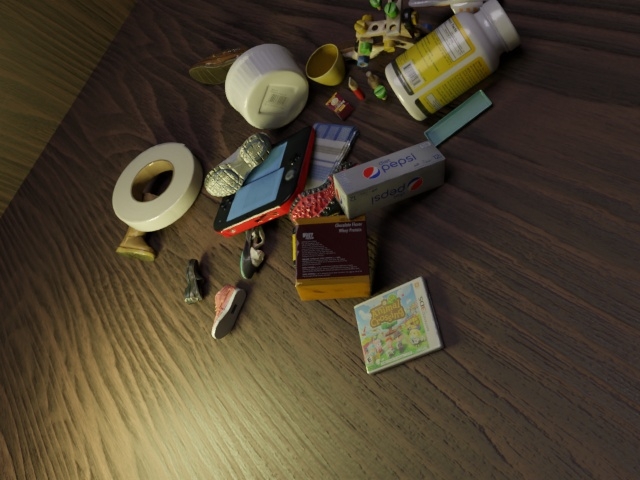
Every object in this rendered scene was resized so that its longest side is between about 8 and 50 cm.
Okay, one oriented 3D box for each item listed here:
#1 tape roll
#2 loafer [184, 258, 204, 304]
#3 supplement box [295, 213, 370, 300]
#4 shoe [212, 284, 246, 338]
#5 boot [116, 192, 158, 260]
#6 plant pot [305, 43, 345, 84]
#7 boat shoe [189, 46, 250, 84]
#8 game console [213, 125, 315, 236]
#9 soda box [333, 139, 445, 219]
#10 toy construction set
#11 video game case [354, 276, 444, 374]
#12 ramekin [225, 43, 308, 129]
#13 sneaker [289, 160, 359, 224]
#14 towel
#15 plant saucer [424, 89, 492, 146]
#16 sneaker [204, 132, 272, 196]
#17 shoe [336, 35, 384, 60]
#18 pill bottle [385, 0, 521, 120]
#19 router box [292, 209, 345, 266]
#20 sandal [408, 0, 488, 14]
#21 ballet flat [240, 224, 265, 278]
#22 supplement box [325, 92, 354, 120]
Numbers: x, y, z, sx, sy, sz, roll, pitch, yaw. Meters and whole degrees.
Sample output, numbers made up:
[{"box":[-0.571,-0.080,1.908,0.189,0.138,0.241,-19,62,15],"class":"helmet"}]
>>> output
[{"box":[-0.650,-0.220,2.213,0.392,0.072,0.392,-12,57,19],"class":"tape roll"},{"box":[-0.435,0.141,1.942,0.061,0.062,0.170,-9,65,11],"class":"loafer"},{"box":[0.034,0.046,1.491,0.191,0.129,0.194,-4,68,4],"class":"supplement box"},{"box":[-0.312,0.228,1.792,0.081,0.063,0.178,15,74,44],"class":"shoe"},{"box":[-0.707,-0.061,2.235,0.236,0.089,0.269,7,71,37],"class":"boot"},{"box":[0.032,-0.581,1.883,0.134,0.095,0.134,-18,58,32],"class":"plant pot"},{"box":[-0.412,-0.735,2.321,0.307,0.111,0.104,3,67,29],"class":"boat shoe"},{"box":[-0.191,-0.195,1.850,0.387,0.060,0.342,-19,49,36],"class":"game console"},{"box":[0.182,-0.161,1.465,0.286,0.098,0.091,-21,51,-9],"class":"soda box"},{"box":[0.174,-0.586,1.643,0.257,0.237,0.308,30,95,21],"class":"toy construction set"},{"box":[0.193,0.217,1.411,0.212,0.023,0.193,-28,54,26],"class":"video game case"},{"box":[-0.174,-0.515,1.904,0.277,0.277,0.135,-43,56,15],"class":"ramekin"},{"box":[0.028,-0.124,1.653,0.262,0.125,0.104,-35,79,10],"class":"sneaker"},{"box":[-0.008,-0.250,1.797,0.209,0.034,0.285,18,79,45],"class":"towel"},{"box":[0.380,-0.333,1.533,0.192,0.018,0.067,-36,51,19],"class":"plant saucer"},{"box":[-0.273,-0.259,1.902,0.297,0.111,0.129,-36,15,16],"class":"sneaker"},{"box":[0.155,-0.642,1.847,0.219,0.058,0.076,4,52,36],"class":"shoe"},{"box":[0.360,-0.493,1.511,0.334,0.188,0.188,-32,52,23],"class":"pill bottle"},{"box":[0.000,0.000,1.658,0.179,0.046,0.133,-21,57,29],"class":"router box"},{"box":[0.397,-0.695,1.642,0.265,0.076,0.102,1,41,17],"class":"sandal"},{"box":[-0.215,0.026,1.806,0.074,0.074,0.203,-16,58,33],"class":"ballet flat"},{"box":[0.064,-0.440,1.823,0.055,0.043,0.083,-47,48,9],"class":"supplement box"}]
